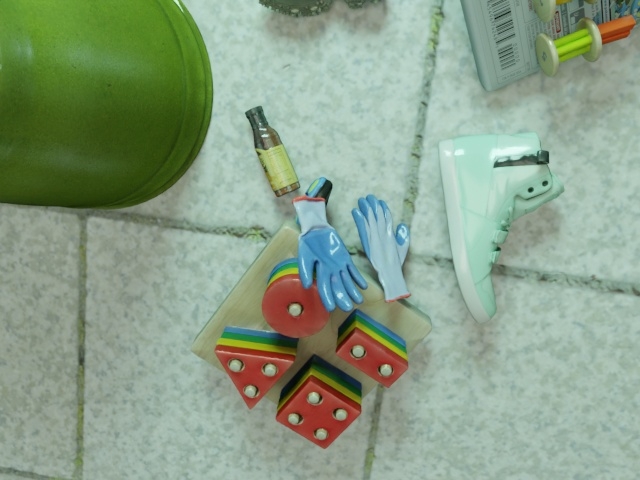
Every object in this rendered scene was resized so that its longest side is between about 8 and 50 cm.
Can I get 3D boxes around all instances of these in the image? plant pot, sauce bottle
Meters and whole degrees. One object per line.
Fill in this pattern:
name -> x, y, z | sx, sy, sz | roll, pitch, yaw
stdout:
plant pot -> -0.360, -0.191, 0.604 | 0.365, 0.353, 0.367 | 2, 102, 8
sauce bottle -> -0.070, -0.126, 0.738 | 0.042, 0.042, 0.128 | -22, 96, 12

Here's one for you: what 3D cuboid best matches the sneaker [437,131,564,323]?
sneaker -> 0.247, -0.016, 0.684 | 0.150, 0.094, 0.256 | -8, 98, 16

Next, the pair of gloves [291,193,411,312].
pair of gloves -> 0.050, 0.011, 0.683 | 0.023, 0.198, 0.160 | -35, 66, 51

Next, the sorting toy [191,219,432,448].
sorting toy -> -0.020, 0.150, 0.726 | 0.255, 0.089, 0.257 | 35, 113, -11

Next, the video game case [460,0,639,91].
video game case -> 0.284, -0.360, 0.553 | 0.299, 0.036, 0.329 | -22, 131, 12

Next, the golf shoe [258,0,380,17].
golf shoe -> 0.000, -0.348, 0.679 | 0.176, 0.069, 0.086 | -4, 81, 6

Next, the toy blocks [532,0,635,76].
toy blocks -> 0.321, -0.265, 0.582 | 0.148, 0.054, 0.123 | -20, 131, 9

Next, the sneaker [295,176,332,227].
sneaker -> 0.000, 0.000, 0.746 | 0.078, 0.067, 0.188 | 5, 108, 0
